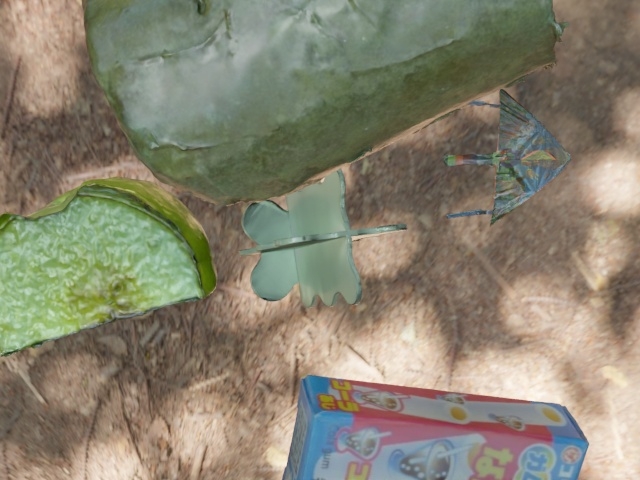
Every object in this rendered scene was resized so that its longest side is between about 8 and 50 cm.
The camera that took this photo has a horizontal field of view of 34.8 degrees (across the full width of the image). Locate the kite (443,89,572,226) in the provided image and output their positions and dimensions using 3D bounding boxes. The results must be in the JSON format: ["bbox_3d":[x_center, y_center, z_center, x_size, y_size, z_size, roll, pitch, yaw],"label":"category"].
[{"bbox_3d":[0.232,-0.099,1.260,0.160,0.010,0.183,0,114,3],"label":"kite"}]

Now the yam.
[{"bbox_3d":[-0.002,-0.146,0.694,0.300,0.195,0.195,-24,76,10],"label":"yam"}]

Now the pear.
[{"bbox_3d":[-0.257,0.005,1.211,0.292,0.292,0.159,-20,99,-15],"label":"pear"}]

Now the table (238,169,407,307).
[{"bbox_3d":[0.000,0.000,1.251,0.166,0.198,0.166,2,84,-20],"label":"table"}]

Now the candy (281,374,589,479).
[{"bbox_3d":[0.120,0.248,1.110,0.306,0.100,0.157,8,108,-11],"label":"candy"}]
